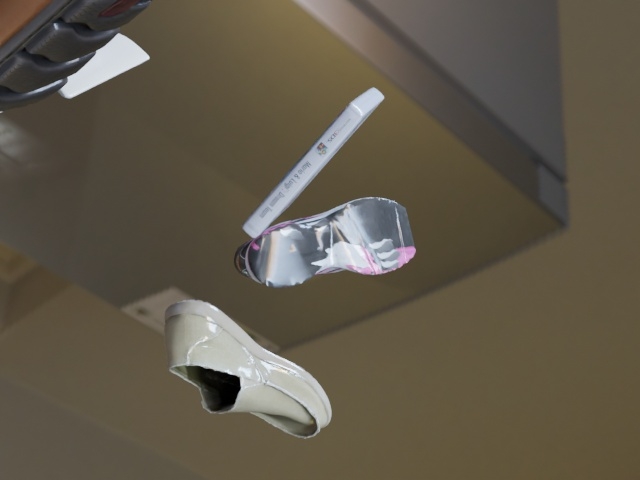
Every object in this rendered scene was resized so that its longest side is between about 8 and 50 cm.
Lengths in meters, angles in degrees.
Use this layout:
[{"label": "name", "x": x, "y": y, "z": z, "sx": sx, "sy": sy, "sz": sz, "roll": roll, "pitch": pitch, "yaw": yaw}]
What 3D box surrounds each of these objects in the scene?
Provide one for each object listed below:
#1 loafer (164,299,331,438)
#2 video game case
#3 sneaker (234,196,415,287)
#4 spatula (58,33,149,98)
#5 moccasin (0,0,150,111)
[{"label": "loafer", "x": -0.097, "y": 0.177, "z": 1.494, "sx": 0.102, "sy": 0.268, "sz": 0.092, "roll": -20, "pitch": -139, "yaw": 44}, {"label": "video game case", "x": -0.003, "y": -0.072, "z": 1.087, "sx": 0.143, "sy": 0.019, "sz": 0.157, "roll": -48, "pitch": -179, "yaw": 15}, {"label": "sneaker", "x": 0.000, "y": 0.000, "z": 1.116, "sx": 0.077, "sy": 0.178, "sz": 0.072, "roll": 0, "pitch": -85, "yaw": 60}, {"label": "spatula", "x": -0.275, "y": -0.150, "z": 0.939, "sx": 0.242, "sy": 0.168, "sz": 0.019, "roll": -33, "pitch": 166, "yaw": -35}, {"label": "moccasin", "x": -0.109, "y": -0.212, "z": 0.691, "sx": 0.380, "sy": 0.147, "sz": 0.139, "roll": -28, "pitch": 177, "yaw": 41}]
